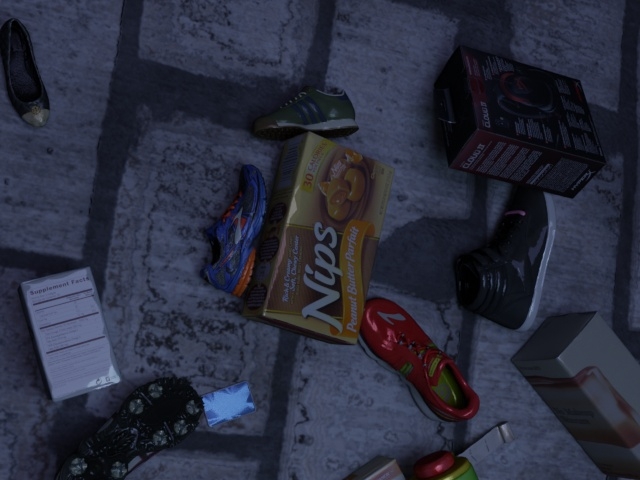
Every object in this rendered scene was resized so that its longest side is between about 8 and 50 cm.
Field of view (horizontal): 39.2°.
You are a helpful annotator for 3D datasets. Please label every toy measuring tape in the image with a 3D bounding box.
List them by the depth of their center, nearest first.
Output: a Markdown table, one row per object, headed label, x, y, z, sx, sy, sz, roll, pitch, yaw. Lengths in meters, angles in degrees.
| label | x | y | z | sx | sy | sz | roll | pitch | yaw |
| --- | --- | --- | --- | --- | --- | --- | --- | --- | --- |
| toy measuring tape | 0.248 | 0.383 | 1.494 | 0.330 | 0.121 | 0.121 | -22 | 91 | -38 |

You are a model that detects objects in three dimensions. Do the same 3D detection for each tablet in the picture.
| label | x | y | z | sx | sy | sz | roll | pitch | yaw |
| --- | --- | --- | --- | --- | --- | --- | --- | --- | --- |
| tablet | -0.150 | 0.266 | 1.462 | 0.083 | 0.006 | 0.054 | -16 | 89 | -21 |

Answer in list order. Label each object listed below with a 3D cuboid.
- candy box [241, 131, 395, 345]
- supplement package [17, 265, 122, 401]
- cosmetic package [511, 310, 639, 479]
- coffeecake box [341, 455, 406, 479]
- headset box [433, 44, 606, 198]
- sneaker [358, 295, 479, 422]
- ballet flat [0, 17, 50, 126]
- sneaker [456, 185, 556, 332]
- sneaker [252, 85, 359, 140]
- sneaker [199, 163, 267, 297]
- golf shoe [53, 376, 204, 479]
| label | x | y | z | sx | sy | sz | roll | pitch | yaw |
| --- | --- | --- | --- | --- | --- | --- | --- | --- | --- |
| candy box | 0.000 | 0.000 | 1.499 | 0.182 | 0.087 | 0.317 | 20 | 76 | -27 |
| supplement package | -0.377 | 0.140 | 1.341 | 0.105 | 0.105 | 0.179 | -15 | 88 | -22 |
| cosmetic package | 0.509 | 0.282 | 1.630 | 0.129 | 0.153 | 0.296 | -42 | 97 | -21 |
| coffeecake box | 0.096 | 0.476 | 1.491 | 0.142 | 0.068 | 0.186 | -27 | 93 | -23 |
| headset box | 0.340 | -0.216 | 1.613 | 0.293 | 0.110 | 0.218 | 11 | 50 | -19 |
| sneaker | 0.174 | 0.198 | 1.532 | 0.279 | 0.118 | 0.107 | 46 | 69 | -9 |
| ballet flat | -0.463 | -0.259 | 1.394 | 0.057 | 0.049 | 0.173 | -18 | 89 | -21 |
| sneaker | 0.331 | 0.009 | 1.623 | 0.146 | 0.104 | 0.296 | 13 | 82 | -24 |
| sneaker | -0.030 | -0.223 | 1.549 | 0.192 | 0.064 | 0.086 | -4 | 77 | -21 |
| sneaker | -0.141 | -0.022 | 1.468 | 0.087 | 0.083 | 0.221 | 13 | 76 | -13 |
| golf shoe | -0.296 | 0.300 | 1.358 | 0.273 | 0.120 | 0.105 | -34 | 89 | -44 |
